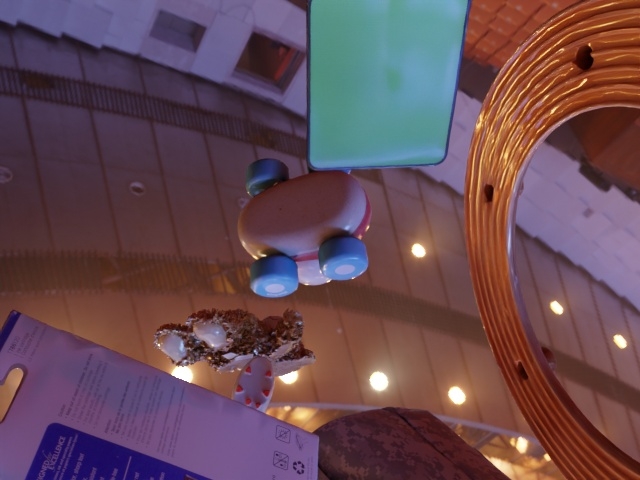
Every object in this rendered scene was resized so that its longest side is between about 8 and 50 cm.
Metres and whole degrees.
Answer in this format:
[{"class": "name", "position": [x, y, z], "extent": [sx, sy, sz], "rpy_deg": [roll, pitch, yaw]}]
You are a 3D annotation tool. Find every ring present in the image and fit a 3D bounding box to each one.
[{"class": "ring", "position": [0.185, 0.030, 0.366], "extent": [0.032, 0.337, 0.337], "rpy_deg": [-14, -125, -16]}]

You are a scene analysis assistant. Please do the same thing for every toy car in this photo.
[{"class": "toy car", "position": [0.000, 0.000, 1.046], "extent": [0.238, 0.210, 0.219], "rpy_deg": [53, -154, -56]}]

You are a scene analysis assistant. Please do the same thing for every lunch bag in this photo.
[{"class": "lunch bag", "position": [0.122, 0.397, 0.945], "extent": [0.256, 0.213, 0.305], "rpy_deg": [17, -167, -42]}]

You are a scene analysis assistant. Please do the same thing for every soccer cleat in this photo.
[{"class": "soccer cleat", "position": [-0.123, 0.294, 1.082], "extent": [0.068, 0.076, 0.196], "rpy_deg": [11, -95, -5]}]

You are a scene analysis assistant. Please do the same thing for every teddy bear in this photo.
[{"class": "teddy bear", "position": [-0.152, 0.181, 1.204], "extent": [0.338, 0.245, 0.113], "rpy_deg": [9, -125, -38]}]

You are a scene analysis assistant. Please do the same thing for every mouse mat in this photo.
[{"class": "mouse mat", "position": [0.061, -0.152, 0.621], "extent": [0.152, 0.190, 0.007], "rpy_deg": [-3, -143, -5]}]

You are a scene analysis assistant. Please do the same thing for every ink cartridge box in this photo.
[{"class": "ink cartridge box", "position": [-0.154, 0.201, 0.570], "extent": [0.332, 0.065, 0.165], "rpy_deg": [30, -145, -20]}]
